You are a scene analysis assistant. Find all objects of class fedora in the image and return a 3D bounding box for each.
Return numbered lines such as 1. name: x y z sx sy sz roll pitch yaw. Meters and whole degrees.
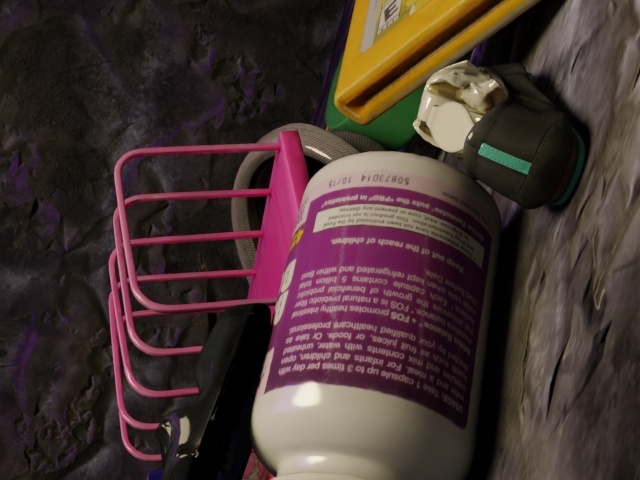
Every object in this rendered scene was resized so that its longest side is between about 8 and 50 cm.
1. fedora: 0.023 -0.011 1.271 0.124 0.243 0.276 -33 -69 -45

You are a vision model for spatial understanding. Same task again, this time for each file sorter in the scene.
1. file sorter: -0.112 0.066 1.117 0.291 0.182 0.202 105 157 -50

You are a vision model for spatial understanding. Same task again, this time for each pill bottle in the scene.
1. pill bottle: 0.039 0.097 0.854 0.169 0.169 0.302 117 168 -58

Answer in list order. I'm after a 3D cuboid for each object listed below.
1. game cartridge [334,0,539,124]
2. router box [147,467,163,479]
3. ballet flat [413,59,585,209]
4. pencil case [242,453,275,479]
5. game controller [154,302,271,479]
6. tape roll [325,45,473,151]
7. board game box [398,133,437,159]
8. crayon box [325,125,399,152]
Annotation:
1. game cartridge: 0.134 -0.299 1.078 0.285 0.052 0.324 -33 37 42
2. router box: -0.181 0.480 1.626 0.335 0.082 0.301 139 120 -78
3. ballet flat: 0.129 -0.097 0.891 0.280 0.096 0.095 -101 27 -77
4. pencil case: -0.099 0.242 1.734 0.386 0.160 0.167 -101 24 -75
5. game controller: -0.083 0.174 0.945 0.166 0.067 0.319 -60 -9 -27
6. tape roll: 0.111 -0.258 1.307 0.321 0.077 0.321 -59 14 24
7. board game box: 0.130 -0.152 1.342 0.103 0.026 0.154 -97 24 -73
8. crayon box: 0.049 -0.123 1.723 0.323 0.083 0.203 -88 16 -64
